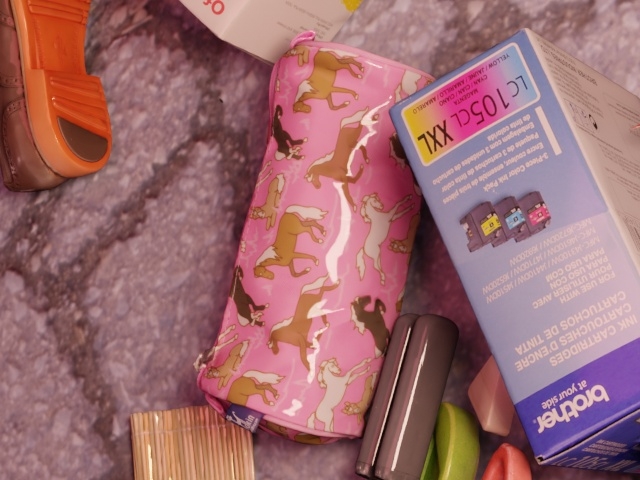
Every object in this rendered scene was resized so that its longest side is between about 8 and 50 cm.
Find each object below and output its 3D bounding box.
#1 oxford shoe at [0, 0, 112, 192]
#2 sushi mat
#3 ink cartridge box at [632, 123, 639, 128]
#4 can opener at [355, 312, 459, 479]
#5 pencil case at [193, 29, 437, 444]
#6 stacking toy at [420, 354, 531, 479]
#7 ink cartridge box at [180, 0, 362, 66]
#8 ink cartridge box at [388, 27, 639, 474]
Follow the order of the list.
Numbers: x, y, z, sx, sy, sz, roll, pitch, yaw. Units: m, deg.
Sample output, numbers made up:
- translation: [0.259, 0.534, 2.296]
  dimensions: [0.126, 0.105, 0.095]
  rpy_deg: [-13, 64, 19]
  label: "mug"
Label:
- translation: [-0.333, -0.229, 1.996]
  dimensions: [0.132, 0.130, 0.364]
  rpy_deg: [-21, 69, 33]
  label: "oxford shoe"
- translation: [-0.124, 0.323, 1.826]
  dimensions: [0.151, 0.019, 0.317]
  rpy_deg: [-12, 74, 26]
  label: "sushi mat"
- translation: [0.383, -0.169, 1.532]
  dimensions: [0.232, 0.189, 0.066]
  rpy_deg: [-17, 93, 25]
  label: "ink cartridge box"
- translation: [0.053, 0.197, 1.653]
  dimensions: [0.074, 0.093, 0.280]
  rpy_deg: [0, 67, 61]
  label: "can opener"
- translation: [0.000, 0.000, 1.738]
  dimensions: [0.160, 0.167, 0.386]
  rpy_deg: [9, 84, 52]
  label: "pencil case"
- translation: [0.162, 0.261, 1.580]
  dimensions: [0.309, 0.130, 0.280]
  rpy_deg: [124, 160, -54]
  label: "stacking toy"
- translation: [-0.040, -0.317, 1.817]
  dimensions: [0.171, 0.168, 0.233]
  rpy_deg: [46, 104, 28]
  label: "ink cartridge box"
- translation: [0.241, 0.046, 1.525]
  dimensions: [0.151, 0.270, 0.395]
  rpy_deg: [-33, 66, 22]
  label: "ink cartridge box"
